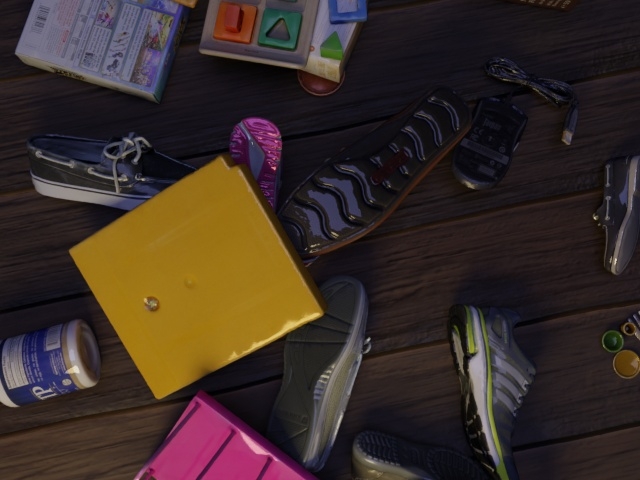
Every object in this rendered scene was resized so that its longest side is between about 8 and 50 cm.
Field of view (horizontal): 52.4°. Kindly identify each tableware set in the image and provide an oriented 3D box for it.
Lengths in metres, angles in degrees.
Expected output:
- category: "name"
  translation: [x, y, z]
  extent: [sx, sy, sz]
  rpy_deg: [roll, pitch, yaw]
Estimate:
- category: "tableware set"
  translation: [0.548, 0.203, 1.093]
  extent: [0.104, 0.024, 0.154]
  rpy_deg: [-33, 86, -4]

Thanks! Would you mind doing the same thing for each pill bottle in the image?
- category: "pill bottle"
  translation: [-0.457, 0.200, 1.029]
  extent: [0.186, 0.112, 0.112]
  rpy_deg: [-15, 84, -2]

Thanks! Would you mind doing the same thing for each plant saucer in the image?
- category: "plant saucer"
  translation: [0.001, -0.294, 1.144]
  extent: [0.083, 0.013, 0.083]
  rpy_deg: [0, 84, 0]

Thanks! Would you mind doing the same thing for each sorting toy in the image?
- category: "sorting toy"
  translation: [-0.097, -0.385, 1.059]
  extent: [0.347, 0.047, 0.196]
  rpy_deg: [10, 80, 5]

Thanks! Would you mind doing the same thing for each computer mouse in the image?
- category: "computer mouse"
  translation: [0.334, -0.179, 1.118]
  extent: [0.184, 0.060, 0.262]
  rpy_deg: [21, 72, 5]

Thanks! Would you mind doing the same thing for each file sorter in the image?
- category: "file sorter"
  translation: [-0.142, 0.412, 0.936]
  extent: [0.290, 0.182, 0.202]
  rpy_deg: [36, 119, 3]

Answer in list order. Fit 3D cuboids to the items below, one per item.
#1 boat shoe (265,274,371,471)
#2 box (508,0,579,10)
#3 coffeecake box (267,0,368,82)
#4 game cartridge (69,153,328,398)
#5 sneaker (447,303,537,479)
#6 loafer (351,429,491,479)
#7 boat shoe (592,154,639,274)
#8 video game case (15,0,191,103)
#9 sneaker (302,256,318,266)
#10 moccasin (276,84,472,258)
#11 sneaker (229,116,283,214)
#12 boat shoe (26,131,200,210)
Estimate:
- category: "boat shoe"
  translation: [0.007, 0.214, 1.049]
  extent: [0.118, 0.103, 0.320]
  rpy_deg: [8, 77, 35]
- category: "box"
  translation: [0.365, -0.514, 1.098]
  extent: [0.203, 0.168, 0.167]
  rpy_deg: [9, 84, 0]
- category: "coffeecake box"
  translation: [-0.028, -0.374, 1.114]
  extent: [0.185, 0.068, 0.142]
  rpy_deg: [21, 80, 6]
- category: "game cartridge"
  translation: [-0.193, 0.059, 1.013]
  extent: [0.323, 0.052, 0.285]
  rpy_deg: [-28, 94, 15]
- category: "sneaker"
  translation: [0.292, 0.244, 1.045]
  extent: [0.121, 0.111, 0.300]
  rpy_deg: [-7, 86, -6]
- category: "loafer"
  translation: [0.161, 0.382, 1.044]
  extent: [0.251, 0.094, 0.087]
  rpy_deg: [21, 118, 0]
- category: "boat shoe"
  translation: [0.506, -0.045, 1.114]
  extent: [0.065, 0.075, 0.206]
  rpy_deg: [10, 88, 43]
- category: "video game case"
  translation: [-0.357, -0.400, 1.124]
  extent: [0.244, 0.061, 0.269]
  rpy_deg: [17, 83, 1]
- category: "sneaker"
  translation: [0.000, 0.000, 1.082]
  extent: [0.042, 0.067, 0.118]
  rpy_deg: [45, 86, 5]
- category: "moccasin"
  translation: [0.077, -0.108, 1.063]
  extent: [0.139, 0.147, 0.380]
  rpy_deg: [44, 77, -1]
- category: "sneaker"
  translation: [-0.108, -0.080, 1.076]
  extent: [0.103, 0.111, 0.252]
  rpy_deg: [14, 106, -1]
- category: "boat shoe"
  translation: [-0.322, -0.124, 1.058]
  extent: [0.306, 0.113, 0.105]
  rpy_deg: [9, 128, 6]
